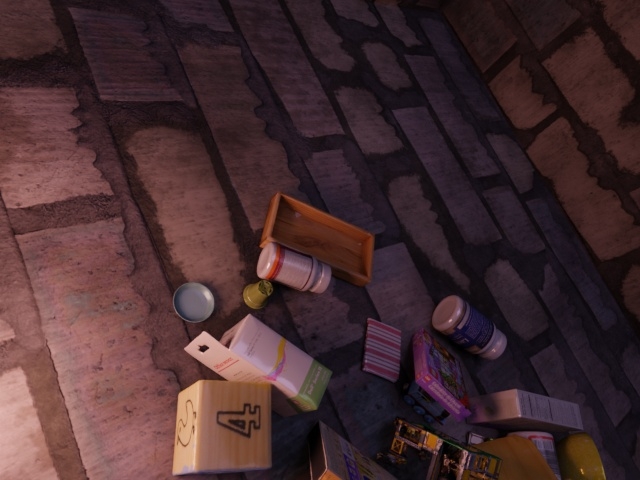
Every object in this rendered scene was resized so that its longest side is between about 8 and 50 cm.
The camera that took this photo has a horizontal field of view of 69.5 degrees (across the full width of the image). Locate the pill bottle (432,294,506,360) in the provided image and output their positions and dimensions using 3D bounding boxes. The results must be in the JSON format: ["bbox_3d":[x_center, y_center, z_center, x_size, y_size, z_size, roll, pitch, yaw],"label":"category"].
[{"bbox_3d":[0.572,0.339,1.768,0.264,0.153,0.153,35,51,-12],"label":"pill bottle"}]

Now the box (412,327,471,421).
[{"bbox_3d":[0.406,0.446,1.572,0.201,0.057,0.293,43,19,-6],"label":"box"}]

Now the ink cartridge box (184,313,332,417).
[{"bbox_3d":[-0.171,0.326,1.249,0.353,0.207,0.119,38,52,-11],"label":"ink cartridge box"}]

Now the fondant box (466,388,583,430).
[{"bbox_3d":[0.724,0.622,1.655,0.330,0.238,0.096,20,57,-23],"label":"fondant box"}]

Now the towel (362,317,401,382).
[{"bbox_3d":[0.211,0.376,1.595,0.144,0.029,0.197,26,51,-19],"label":"towel"}]

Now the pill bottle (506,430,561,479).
[{"bbox_3d":[0.752,0.828,1.610,0.161,0.161,0.284,19,56,-24],"label":"pill bottle"}]

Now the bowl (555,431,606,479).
[{"bbox_3d":[0.912,0.855,1.683,0.155,0.289,0.290,-5,59,12],"label":"bowl"}]

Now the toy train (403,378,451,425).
[{"bbox_3d":[0.362,0.541,1.548,0.184,0.105,0.080,44,50,-5],"label":"toy train"}]

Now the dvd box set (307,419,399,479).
[{"bbox_3d":[0.151,0.669,1.207,0.420,0.307,0.062,38,87,-4],"label":"dvd box set"}]

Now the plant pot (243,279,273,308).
[{"bbox_3d":[-0.184,0.159,1.418,0.083,0.079,0.084,16,57,-27],"label":"plant pot"}]

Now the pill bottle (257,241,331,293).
[{"bbox_3d":[-0.084,0.094,1.492,0.221,0.121,0.121,21,55,-23],"label":"pill bottle"}]

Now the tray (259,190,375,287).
[{"bbox_3d":[0.000,0.000,1.633,0.410,0.076,0.203,23,55,-20],"label":"tray"}]

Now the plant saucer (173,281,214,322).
[{"bbox_3d":[-0.365,0.180,1.324,0.119,0.021,0.120,16,58,-27],"label":"plant saucer"}]

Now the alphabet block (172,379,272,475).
[{"bbox_3d":[-0.241,0.464,1.139,0.193,0.192,0.197,13,58,-30],"label":"alphabet block"}]

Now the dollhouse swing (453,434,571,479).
[{"bbox_3d":[0.612,0.866,1.468,0.346,0.305,0.316,-12,102,-4],"label":"dollhouse swing"}]

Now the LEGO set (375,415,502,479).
[{"bbox_3d":[0.343,0.672,1.350,0.255,0.331,0.192,34,73,-48],"label":"LEGO set"}]

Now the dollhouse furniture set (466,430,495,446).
[{"bbox_3d":[0.579,0.737,1.637,0.151,0.059,0.076,19,61,-1],"label":"dollhouse furniture set"}]
